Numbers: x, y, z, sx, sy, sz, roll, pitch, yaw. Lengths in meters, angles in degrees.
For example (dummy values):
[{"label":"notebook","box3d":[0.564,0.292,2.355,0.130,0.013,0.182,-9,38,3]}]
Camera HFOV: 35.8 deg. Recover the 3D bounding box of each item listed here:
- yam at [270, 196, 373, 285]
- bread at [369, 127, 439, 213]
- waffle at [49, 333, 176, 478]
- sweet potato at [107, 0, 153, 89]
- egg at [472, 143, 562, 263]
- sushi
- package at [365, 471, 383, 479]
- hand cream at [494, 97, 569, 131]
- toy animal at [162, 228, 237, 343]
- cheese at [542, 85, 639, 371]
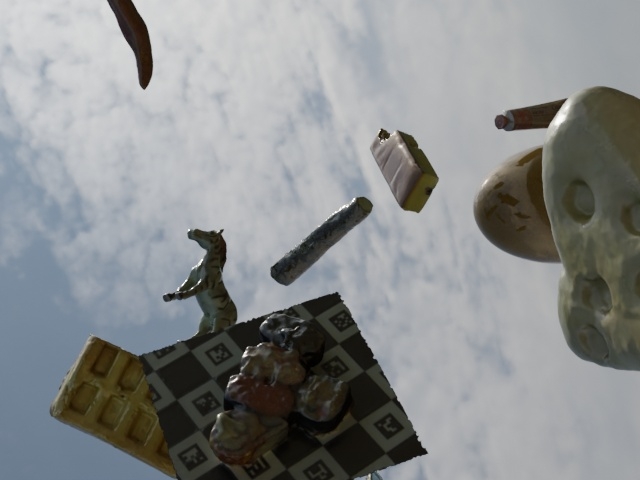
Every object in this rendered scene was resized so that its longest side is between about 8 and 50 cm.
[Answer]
[{"label":"yam","box3d":[0.000,0.000,1.964,0.061,0.274,0.061,28,-140,-27]},{"label":"bread","box3d":[0.150,-0.143,1.816,0.049,0.088,0.226,13,-149,-23]},{"label":"waffle","box3d":[-0.326,0.292,1.754,0.168,0.274,0.057,-63,2,-14]},{"label":"sweet potato","box3d":[-0.404,-0.451,2.122,0.078,0.058,0.255,-38,-70,-53]},{"label":"egg","box3d":[0.474,-0.076,2.037,0.250,0.323,0.250,177,90,-89]},{"label":"sushi","box3d":[-0.065,0.210,1.412,0.068,0.340,0.320,88,161,-48]},{"label":"package","box3d":[0.086,0.464,1.679,0.232,0.040,0.166,-85,5,-78]},{"label":"hand cream","box3d":[0.446,-0.252,2.039,0.210,0.043,0.067,-11,-95,-31]},{"label":"toy animal","box3d":[-0.248,0.104,2.059,0.170,0.090,0.255,-10,-82,-48]},{"label":"cheese","box3d":[0.405,-0.005,1.140,0.130,0.328,0.350,-11,-79,-26]}]
